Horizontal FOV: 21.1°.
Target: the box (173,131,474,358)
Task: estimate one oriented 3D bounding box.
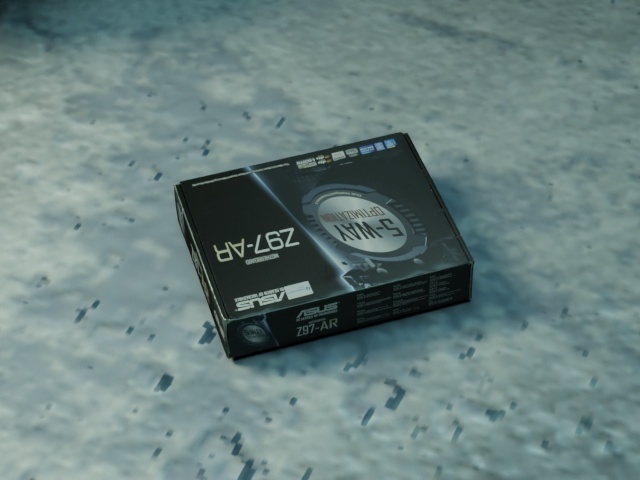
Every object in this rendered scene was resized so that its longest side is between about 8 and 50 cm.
[{"bbox_3d":[0.000,0.000,0.564,0.083,0.018,0.067,-13,47,-11],"label":"box"}]
